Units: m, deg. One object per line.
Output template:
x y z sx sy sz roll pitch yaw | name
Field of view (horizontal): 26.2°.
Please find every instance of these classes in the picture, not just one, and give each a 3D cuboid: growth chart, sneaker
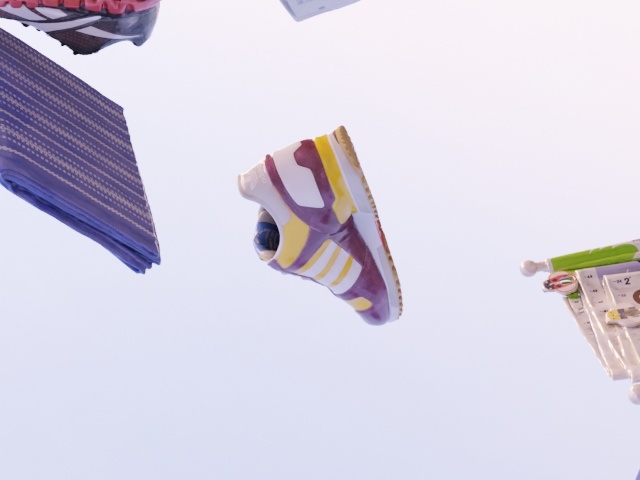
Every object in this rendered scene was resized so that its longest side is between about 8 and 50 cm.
0.286 0.059 1.132 0.172 0.021 0.237 -15 -149 -8 | growth chart
0.000 0.000 0.911 0.185 0.084 0.069 70 -177 -48 | sneaker
-0.325 -0.288 1.684 0.276 0.135 0.097 2 -129 -5 | sneaker

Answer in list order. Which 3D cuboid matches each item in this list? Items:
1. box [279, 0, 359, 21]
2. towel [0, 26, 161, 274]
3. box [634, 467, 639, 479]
-0.009 -0.349 1.077 0.121 0.148 0.311 38 -147 -75 | box
-0.312 -0.117 1.677 0.243 0.040 0.336 34 -158 -37 | towel
0.228 0.144 0.738 0.136 0.225 0.036 10 -160 -25 | box
